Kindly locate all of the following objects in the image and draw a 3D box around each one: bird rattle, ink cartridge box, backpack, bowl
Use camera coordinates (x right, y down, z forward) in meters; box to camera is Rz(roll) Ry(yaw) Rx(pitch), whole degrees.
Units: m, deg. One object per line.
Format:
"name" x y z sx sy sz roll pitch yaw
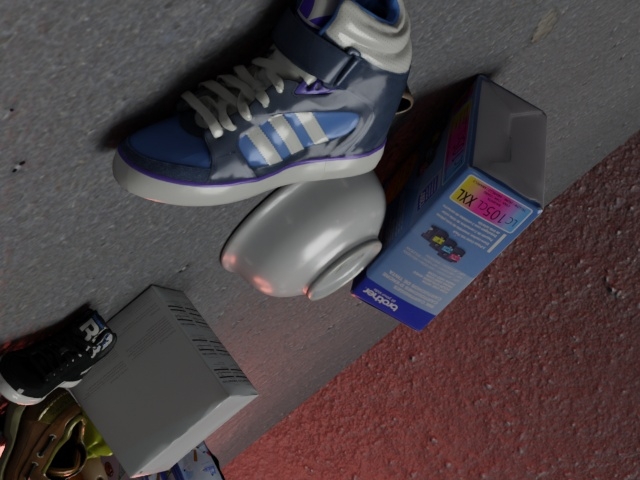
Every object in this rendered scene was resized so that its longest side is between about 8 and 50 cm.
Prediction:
"bird rattle" -0.383 0.406 1.905 0.143 0.253 0.207 -31 -172 -26
"ink cartridge box" 0.194 -0.040 1.855 0.395 0.151 0.270 -52 -165 39
"backpack" -0.309 0.453 2.157 0.213 0.263 0.276 -26 162 -42
"bowl" 0.000 0.000 1.756 0.298 0.134 0.298 -35 166 -10

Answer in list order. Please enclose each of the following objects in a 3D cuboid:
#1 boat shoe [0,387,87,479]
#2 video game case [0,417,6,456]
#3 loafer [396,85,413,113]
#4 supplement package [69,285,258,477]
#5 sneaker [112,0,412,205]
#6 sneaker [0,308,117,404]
"boat shoe" -0.411 0.326 1.681 0.110 0.104 0.307 -49 165 -37
"video game case" -0.573 0.355 1.648 0.275 0.035 0.248 -39 166 2
"loafer" 0.012 -0.164 1.352 0.268 0.084 0.096 -27 163 -39
"supplement package" -0.240 0.209 1.671 0.194 0.203 0.149 -39 166 6
"sneaker" -0.053 -0.173 1.157 0.323 0.130 0.236 -9 129 -26
"sneaker" -0.342 0.142 1.482 0.121 0.079 0.217 -44 174 10
